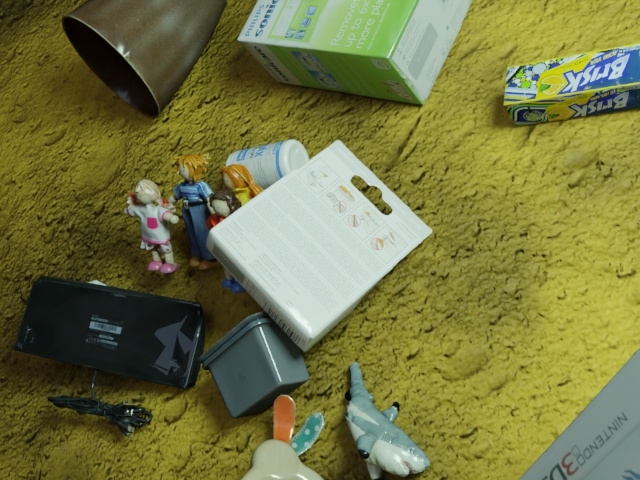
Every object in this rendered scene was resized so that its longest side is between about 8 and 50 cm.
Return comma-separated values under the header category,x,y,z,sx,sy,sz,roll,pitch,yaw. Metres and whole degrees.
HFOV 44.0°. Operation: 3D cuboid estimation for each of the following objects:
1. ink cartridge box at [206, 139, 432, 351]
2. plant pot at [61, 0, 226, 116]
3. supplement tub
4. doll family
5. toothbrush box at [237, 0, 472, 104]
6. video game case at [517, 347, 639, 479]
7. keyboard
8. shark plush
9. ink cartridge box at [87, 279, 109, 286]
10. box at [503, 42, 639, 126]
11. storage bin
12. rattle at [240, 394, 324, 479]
category,x,y,z,sx,sy,sz,roll,pitch,yaw
ink cartridge box,0.000,0.000,0.989,0.181,0.056,0.224,46,60,11
plant pot,-0.275,-0.367,1.342,0.215,0.215,0.230,28,70,39
supplement tub,-0.076,-0.104,1.146,0.107,0.071,0.071,-8,63,29
doll family,-0.158,-0.038,1.119,0.263,0.118,0.163,9,114,39
toothbrush box,0.052,-0.329,1.145,0.283,0.122,0.206,18,77,39
video game case,0.285,0.286,0.618,0.300,0.036,0.329,111,144,-43
keyboard,-0.317,0.168,1.158,0.317,0.033,0.202,8,77,24
shark plush,0.068,0.213,0.925,0.067,0.073,0.161,-24,32,-2
ink cartridge box,-0.347,0.110,1.230,0.028,0.048,0.083,-14,61,27
box,0.309,-0.184,0.946,0.169,0.054,0.059,-5,64,32
storage bin,-0.074,0.160,1.000,0.135,0.098,0.091,-39,64,35
rattle,-0.051,0.308,0.945,0.130,0.143,0.200,-4,46,-7
